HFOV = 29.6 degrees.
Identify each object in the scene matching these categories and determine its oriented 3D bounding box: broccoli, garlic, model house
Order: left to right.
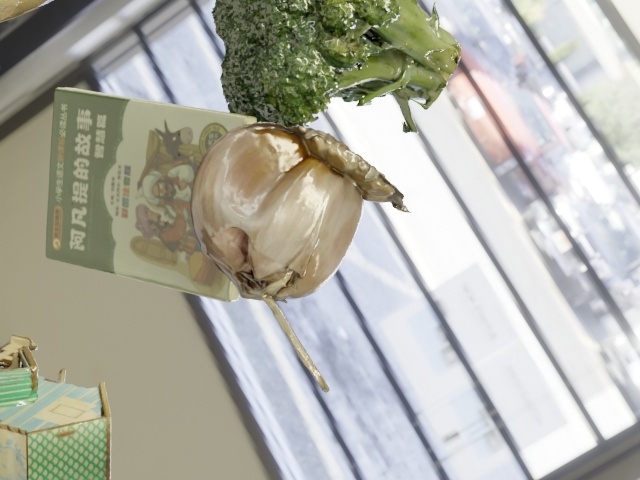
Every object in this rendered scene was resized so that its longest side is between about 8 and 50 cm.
[{"bbox_3d":[-0.307,0.209,1.262,0.271,0.206,0.178,-30,130,-63],"label":"model house"},{"bbox_3d":[0.000,0.000,1.173,0.257,0.207,0.207,63,15,16],"label":"garlic"},{"bbox_3d":[0.014,-0.233,1.345,0.283,0.304,0.321,22,18,-17],"label":"broccoli"}]

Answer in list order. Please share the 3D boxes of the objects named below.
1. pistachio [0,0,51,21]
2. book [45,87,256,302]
[{"bbox_3d":[-0.240,-0.268,1.036,0.117,0.145,0.200,56,43,-12],"label":"pistachio"},{"bbox_3d":[-0.194,-0.055,1.341,0.027,0.264,0.202,-14,112,-59],"label":"book"}]
